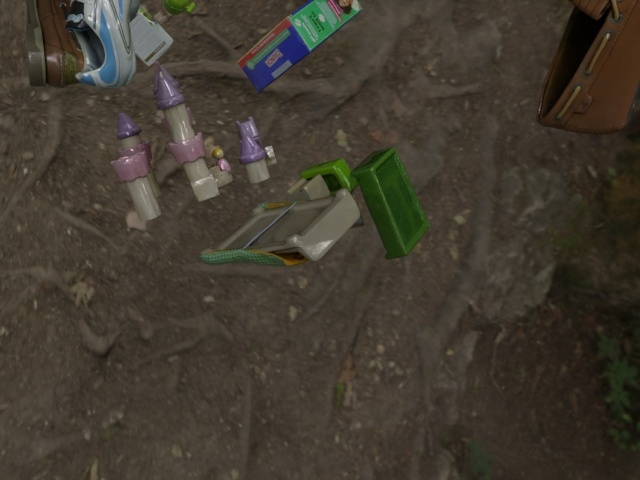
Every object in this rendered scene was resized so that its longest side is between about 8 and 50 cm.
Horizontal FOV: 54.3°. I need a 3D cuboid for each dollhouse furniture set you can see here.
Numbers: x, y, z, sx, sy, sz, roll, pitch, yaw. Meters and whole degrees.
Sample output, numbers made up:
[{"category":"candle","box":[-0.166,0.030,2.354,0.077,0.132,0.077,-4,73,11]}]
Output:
[{"category":"dollhouse furniture set","box":[0.000,0.000,0.949,0.301,0.197,0.151,-45,117,-44]}]

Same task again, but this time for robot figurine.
[{"category":"robot figurine","box":[-0.409,-0.683,1.773,0.101,0.115,0.067,38,79,-18]}]

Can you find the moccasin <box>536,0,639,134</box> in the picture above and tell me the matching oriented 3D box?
[{"category":"moccasin","box":[0.352,-0.314,0.778,0.147,0.139,0.380,2,134,2]}]

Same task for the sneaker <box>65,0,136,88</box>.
[{"category":"sneaker","box":[-0.298,-0.323,0.831,0.086,0.085,0.237,-18,112,-48]}]

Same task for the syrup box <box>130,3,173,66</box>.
[{"category":"syrup box","box":[-0.474,-0.540,1.494,0.096,0.093,0.237,-46,126,-1]}]

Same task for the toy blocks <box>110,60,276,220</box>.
[{"category":"toy blocks","box":[-0.262,-0.227,1.241,0.309,0.288,0.260,-20,107,-9]}]

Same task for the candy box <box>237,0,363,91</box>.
[{"category":"candy box","box":[-0.061,-0.612,1.858,0.122,0.268,0.317,51,51,-16]}]

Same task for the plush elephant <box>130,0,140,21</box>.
[{"category":"plush elephant","box":[-0.429,-0.522,0.945,0.330,0.272,0.255,43,35,4]}]

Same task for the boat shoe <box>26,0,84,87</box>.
[{"category":"boat shoe","box":[-0.464,-0.369,1.109,0.104,0.307,0.111,-3,141,-23]}]
